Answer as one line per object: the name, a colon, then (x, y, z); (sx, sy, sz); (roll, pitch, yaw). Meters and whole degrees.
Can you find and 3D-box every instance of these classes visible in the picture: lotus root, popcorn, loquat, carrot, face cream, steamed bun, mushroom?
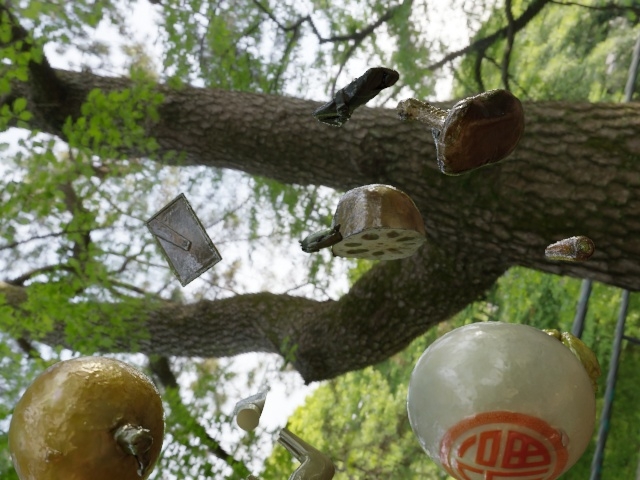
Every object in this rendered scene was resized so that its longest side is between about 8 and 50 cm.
lotus root: (0.154, -0.054, 1.836); (0.272, 0.272, 0.192); (79, -169, -62)
popcorn: (0.548, 0.305, 1.613); (0.204, 0.221, 0.184); (-98, 6, -57)
loquat: (-0.469, 0.405, 1.410); (0.328, 0.359, 0.328); (7, -100, -46)
carrot: (0.539, 0.020, 1.473); (0.161, 0.055, 0.055); (163, 127, -83)
face cream: (-0.217, 0.507, 2.065); (0.224, 0.114, 0.070); (-113, 1, -83)
steamed bun: (0.267, 0.266, 1.011); (0.177, 0.283, 0.283); (-74, -6, -54)
mushroom: (0.242, -0.222, 1.242); (0.227, 0.217, 0.148); (-13, -56, -38)

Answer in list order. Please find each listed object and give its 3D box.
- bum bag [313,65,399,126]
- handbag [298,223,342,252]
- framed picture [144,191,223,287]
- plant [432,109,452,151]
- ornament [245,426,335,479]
bum bag: (0.090, -0.373, 1.767); (0.123, 0.060, 0.248); (-5, -28, -47)
handbag: (0.000, 0.000, 1.630); (0.072, 0.111, 0.047); (-35, -76, -76)
framed picture: (-0.484, 0.001, 2.373); (0.209, 0.281, 0.019); (-33, -6, 24)
plant: (0.435, -0.322, 2.089); (0.256, 0.164, 0.142); (4, -94, -56)
ornament: (-0.050, 0.582, 1.557); (0.230, 0.245, 0.061); (-42, -24, -44)
